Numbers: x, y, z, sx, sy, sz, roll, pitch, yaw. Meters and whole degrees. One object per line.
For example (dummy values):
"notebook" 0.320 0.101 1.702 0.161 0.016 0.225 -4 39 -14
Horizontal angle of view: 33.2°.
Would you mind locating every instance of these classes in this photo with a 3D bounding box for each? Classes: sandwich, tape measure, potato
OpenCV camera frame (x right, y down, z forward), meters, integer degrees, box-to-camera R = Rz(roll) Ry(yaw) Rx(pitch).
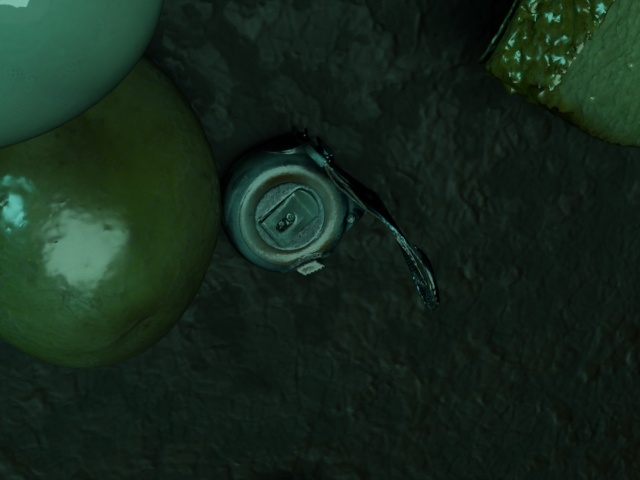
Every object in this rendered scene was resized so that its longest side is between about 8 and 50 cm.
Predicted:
"sandwich" 0.225 -0.196 0.743 0.226 0.087 0.251 10 111 -54
"tape measure" -0.002 -0.002 0.762 0.107 0.180 0.104 -43 130 3
"potato" -0.160 -0.031 0.718 0.177 0.160 0.235 -26 103 -44

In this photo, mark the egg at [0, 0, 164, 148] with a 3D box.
"egg" -0.245 -0.154 0.562 0.370 0.230 0.230 16 110 24
